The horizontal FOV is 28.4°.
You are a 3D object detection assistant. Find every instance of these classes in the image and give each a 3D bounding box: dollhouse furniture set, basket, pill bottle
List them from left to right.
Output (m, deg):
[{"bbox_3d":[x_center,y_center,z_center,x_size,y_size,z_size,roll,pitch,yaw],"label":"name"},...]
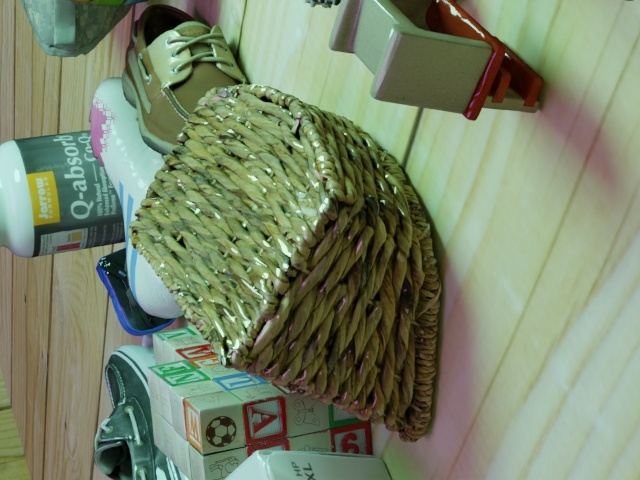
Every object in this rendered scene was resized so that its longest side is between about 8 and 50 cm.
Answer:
[{"bbox_3d":[-0.354,-0.064,1.715,0.162,0.279,0.162,170,90,-68],"label":"pill bottle"},{"bbox_3d":[0.000,0.000,1.133,0.213,0.223,0.299,-59,33,8],"label":"basket"},{"bbox_3d":[0.110,-0.213,0.788,0.262,0.135,0.259,55,135,46],"label":"dollhouse furniture set"}]

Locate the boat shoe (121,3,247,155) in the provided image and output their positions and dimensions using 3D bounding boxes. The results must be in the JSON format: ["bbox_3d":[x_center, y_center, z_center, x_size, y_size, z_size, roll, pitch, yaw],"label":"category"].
[{"bbox_3d":[-0.149,-0.179,1.389,0.324,0.123,0.119,-136,45,-54],"label":"boat shoe"}]

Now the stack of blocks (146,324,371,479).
[{"bbox_3d":[-0.089,0.160,1.306,0.297,0.171,0.087,-158,62,-65],"label":"stack of blocks"}]

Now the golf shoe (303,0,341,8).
[{"bbox_3d":[0.012,-0.255,0.994,0.273,0.105,0.120,48,134,52],"label":"golf shoe"}]

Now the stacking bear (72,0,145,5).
[{"bbox_3d":[-0.267,-0.335,1.383,0.175,0.289,0.164,105,147,-45],"label":"stacking bear"}]

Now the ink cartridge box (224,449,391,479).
[{"bbox_3d":[-0.065,0.416,1.163,0.395,0.166,0.285,-46,53,30],"label":"ink cartridge box"}]

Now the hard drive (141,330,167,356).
[{"bbox_3d":[-0.156,0.266,1.674,0.353,0.047,0.232,-164,66,-65],"label":"hard drive"}]

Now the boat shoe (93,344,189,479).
[{"bbox_3d":[-0.238,0.264,1.649,0.335,0.119,0.121,-123,32,-44],"label":"boat shoe"}]

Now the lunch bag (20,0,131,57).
[{"bbox_3d":[-0.317,-0.399,1.605,0.287,0.169,0.235,-104,17,-46],"label":"lunch bag"}]

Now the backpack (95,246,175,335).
[{"bbox_3d":[-0.245,0.071,1.753,0.120,0.098,0.101,63,164,8],"label":"backpack"}]

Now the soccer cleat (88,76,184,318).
[{"bbox_3d":[-0.198,-0.068,1.592,0.143,0.116,0.331,-28,72,47],"label":"soccer cleat"}]
